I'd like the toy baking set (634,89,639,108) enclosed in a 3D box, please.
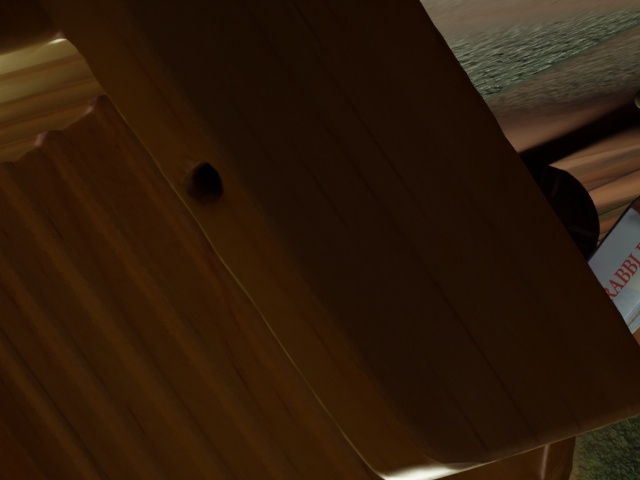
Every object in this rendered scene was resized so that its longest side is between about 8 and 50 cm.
[{"bbox_3d":[0.343,-0.152,1.467,0.256,0.030,0.197,-17,171,-33],"label":"toy baking set"}]

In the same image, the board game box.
[{"bbox_3d":[0.320,0.018,1.826,0.318,0.066,0.319,-36,164,-45],"label":"board game box"}]

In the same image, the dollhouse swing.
[{"bbox_3d":[-0.140,0.066,0.644,0.346,0.315,0.305,-25,-167,45],"label":"dollhouse swing"}]

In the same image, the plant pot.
[{"bbox_3d":[0.189,0.007,1.846,0.167,0.167,0.165,-18,166,-17],"label":"plant pot"}]
